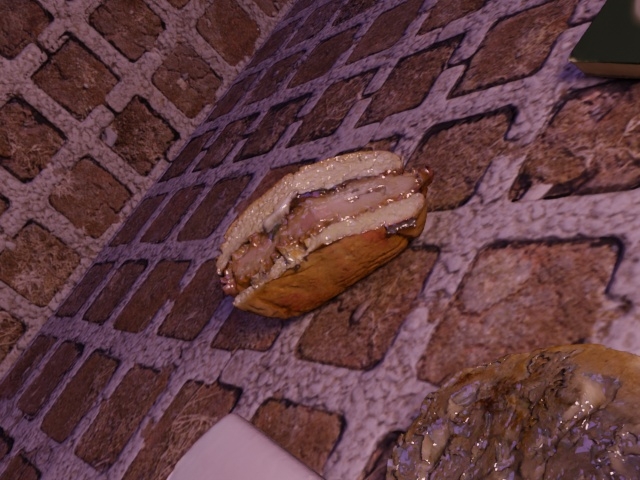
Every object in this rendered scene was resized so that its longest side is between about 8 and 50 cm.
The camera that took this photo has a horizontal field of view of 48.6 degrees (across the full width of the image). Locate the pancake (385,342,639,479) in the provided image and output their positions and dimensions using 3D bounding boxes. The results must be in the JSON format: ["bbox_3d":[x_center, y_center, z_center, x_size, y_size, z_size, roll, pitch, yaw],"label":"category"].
[{"bbox_3d":[0.163,0.190,0.549,0.282,0.049,0.282,-35,28,22],"label":"pancake"}]

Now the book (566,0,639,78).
[{"bbox_3d":[0.452,-0.281,0.739,0.260,0.043,0.371,-57,24,3],"label":"book"}]

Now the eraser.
[{"bbox_3d":[-0.073,0.293,0.713,0.174,0.095,0.270,-53,27,-15],"label":"eraser"}]

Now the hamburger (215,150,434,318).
[{"bbox_3d":[0.000,0.000,0.959,0.282,0.245,0.155,-9,54,-13],"label":"hamburger"}]
